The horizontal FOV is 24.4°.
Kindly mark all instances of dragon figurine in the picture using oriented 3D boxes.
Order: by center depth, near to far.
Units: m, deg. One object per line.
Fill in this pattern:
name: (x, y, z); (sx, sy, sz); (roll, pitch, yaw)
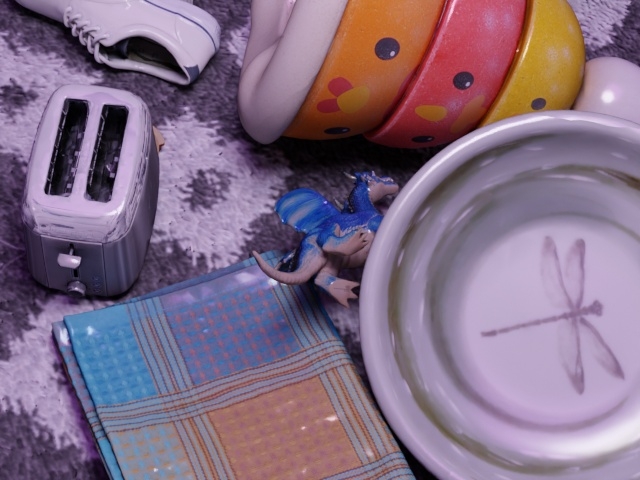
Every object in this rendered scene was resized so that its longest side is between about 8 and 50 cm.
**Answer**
dragon figurine: (0.000, 0.000, 1.509); (0.144, 0.085, 0.289); (23, 29, 39)

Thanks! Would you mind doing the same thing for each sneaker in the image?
sneaker: (-0.245, -0.253, 1.705); (0.258, 0.094, 0.091); (18, 52, 5)

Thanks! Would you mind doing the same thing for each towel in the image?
towel: (-0.082, 0.171, 1.435); (0.271, 0.040, 0.370); (-17, 49, -16)

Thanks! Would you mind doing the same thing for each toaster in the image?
toaster: (-0.234, -0.062, 1.533); (0.129, 0.146, 0.227); (10, 66, -1)

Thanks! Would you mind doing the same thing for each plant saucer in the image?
plant saucer: (0.237, 0.076, 1.466); (0.400, 0.100, 0.401); (0, 84, 2)

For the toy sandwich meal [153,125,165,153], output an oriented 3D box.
toy sandwich meal: (-0.216, -0.100, 1.649); (0.085, 0.029, 0.086); (2, 66, -4)

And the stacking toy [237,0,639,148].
stacking toy: (0.173, -0.212, 1.634); (0.479, 0.351, 0.351); (18, 55, -12)

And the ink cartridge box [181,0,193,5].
ink cartridge box: (-0.286, -0.410, 1.821); (0.296, 0.066, 0.261); (7, 56, -2)
